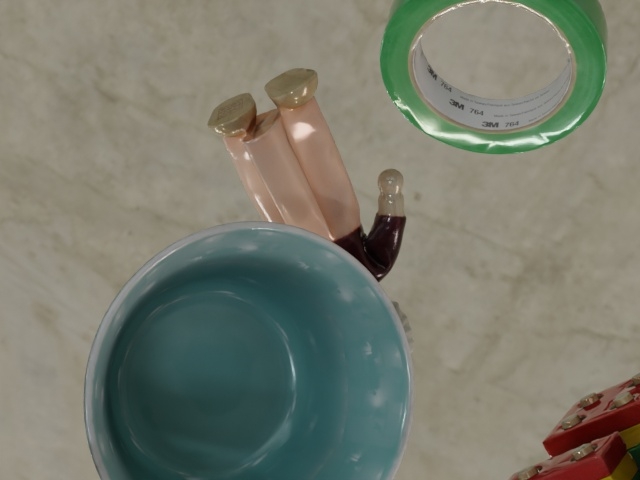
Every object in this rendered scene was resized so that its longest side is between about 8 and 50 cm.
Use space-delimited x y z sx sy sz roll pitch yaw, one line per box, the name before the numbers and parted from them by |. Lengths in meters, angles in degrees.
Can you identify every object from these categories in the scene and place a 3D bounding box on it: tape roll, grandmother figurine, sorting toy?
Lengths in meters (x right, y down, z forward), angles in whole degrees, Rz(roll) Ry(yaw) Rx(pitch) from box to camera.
tape roll | 0.248 -0.268 1.918 0.321 0.077 0.321 8 135 8
grandmother figurine | 0.000 0.000 1.409 0.207 0.104 0.342 -22 113 14
sorting toy | 0.260 0.145 0.944 0.255 0.257 0.089 -30 89 32

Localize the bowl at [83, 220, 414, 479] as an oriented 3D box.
bowl | -0.085 0.138 1.252 0.311 0.311 0.163 41 165 -18
